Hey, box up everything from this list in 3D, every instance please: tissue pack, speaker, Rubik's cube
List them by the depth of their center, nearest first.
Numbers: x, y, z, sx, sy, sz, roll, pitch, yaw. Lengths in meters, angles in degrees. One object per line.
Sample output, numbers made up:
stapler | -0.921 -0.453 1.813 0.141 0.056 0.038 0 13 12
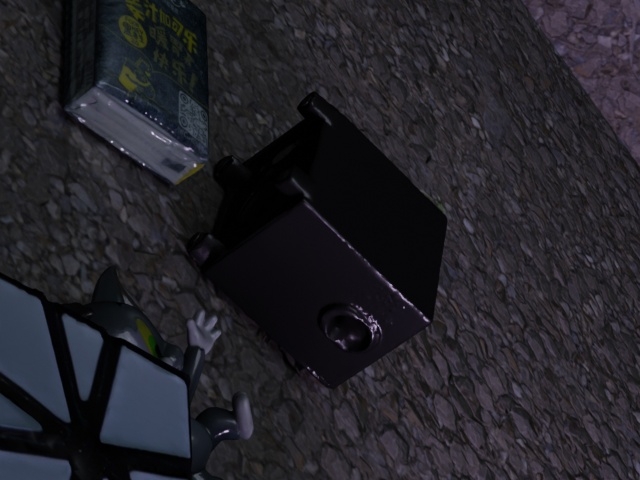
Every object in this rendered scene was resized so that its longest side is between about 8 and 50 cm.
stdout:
Rubik's cube | -0.285 0.221 1.482 0.288 0.283 0.294 33 35 -40
tissue pack | -0.214 -0.214 2.242 0.185 0.081 0.257 36 35 -37
speaker | 0.000 0.000 2.266 0.254 0.184 0.232 43 31 -20

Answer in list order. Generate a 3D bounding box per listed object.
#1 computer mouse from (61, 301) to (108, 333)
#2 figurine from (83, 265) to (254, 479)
computer mouse | -0.265 0.108 1.786 0.079 0.135 0.047 55 -7 22
figurine | -0.166 0.155 1.897 0.265 0.140 0.193 58 49 -27
